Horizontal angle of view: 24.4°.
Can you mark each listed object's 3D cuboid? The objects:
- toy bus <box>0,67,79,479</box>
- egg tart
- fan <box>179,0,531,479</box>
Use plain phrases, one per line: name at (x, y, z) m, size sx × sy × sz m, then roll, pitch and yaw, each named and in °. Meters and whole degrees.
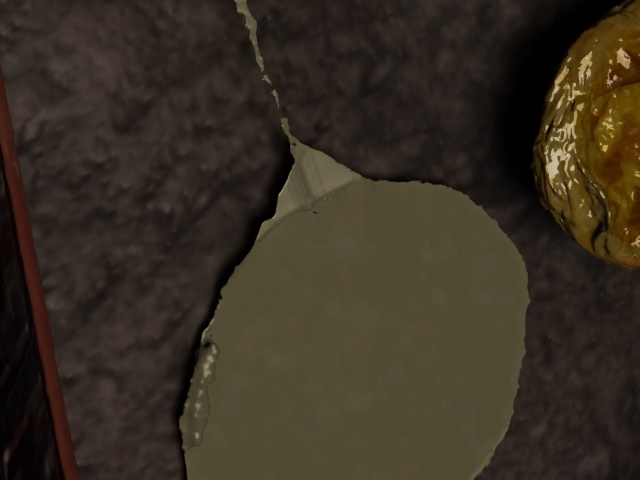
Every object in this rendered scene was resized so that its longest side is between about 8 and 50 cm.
toy bus at (-0.166, 0.112, 0.385) m, size 0.203 × 0.233 × 0.427 m, roll -3°, pitch 112°, yaw 9°
egg tart at (0.138, -0.054, 0.635) m, size 0.130 × 0.052 × 0.130 m, roll -11°, pitch 112°, yaw -28°
fan at (-0.001, 0.000, 0.589) m, size 0.182 × 0.010 × 0.310 m, roll -30°, pitch 122°, yaw -21°
